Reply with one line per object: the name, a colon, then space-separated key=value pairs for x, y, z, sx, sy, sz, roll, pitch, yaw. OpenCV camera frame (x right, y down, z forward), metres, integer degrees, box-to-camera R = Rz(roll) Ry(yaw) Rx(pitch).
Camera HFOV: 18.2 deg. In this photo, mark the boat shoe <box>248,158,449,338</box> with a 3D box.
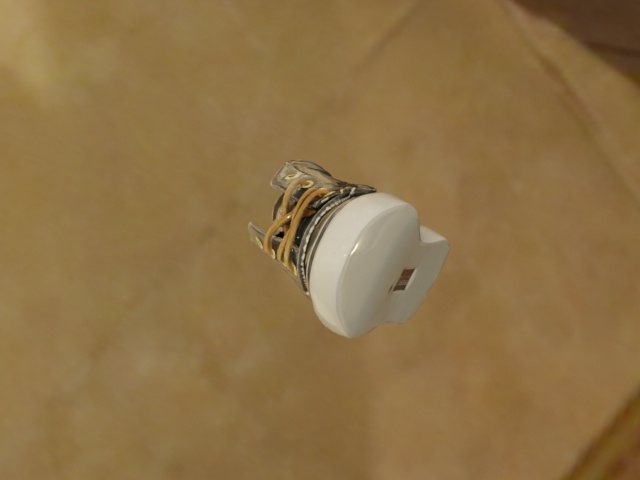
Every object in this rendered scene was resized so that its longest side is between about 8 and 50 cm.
boat shoe: x=0.000 y=0.000 z=0.912 sx=0.065 sy=0.083 sz=0.183 roll=-62 pitch=167 yaw=1
